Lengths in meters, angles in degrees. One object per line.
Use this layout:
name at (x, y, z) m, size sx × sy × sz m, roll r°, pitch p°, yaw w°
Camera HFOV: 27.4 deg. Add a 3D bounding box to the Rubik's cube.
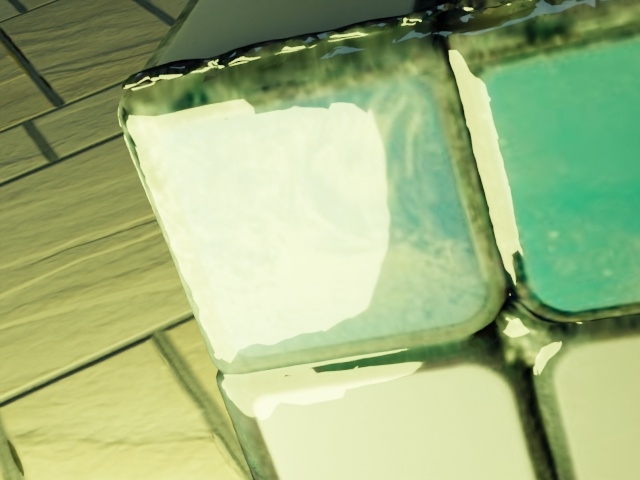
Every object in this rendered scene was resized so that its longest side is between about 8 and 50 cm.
Rubik's cube at (0.111, -0.032, 0.721) m, size 0.316 × 0.318 × 0.313 m, roll -9°, pitch 28°, yaw 14°
